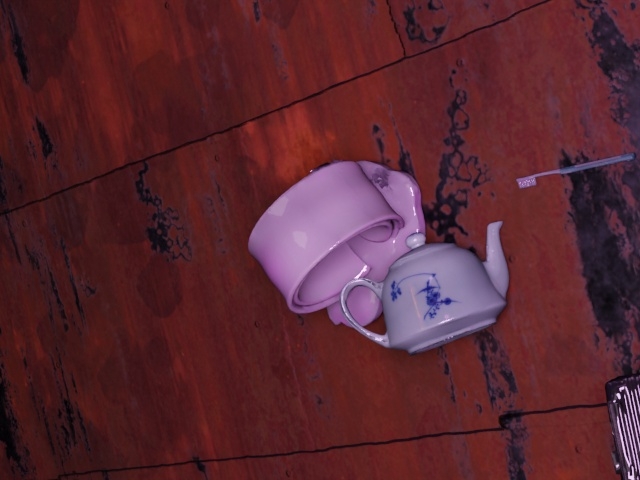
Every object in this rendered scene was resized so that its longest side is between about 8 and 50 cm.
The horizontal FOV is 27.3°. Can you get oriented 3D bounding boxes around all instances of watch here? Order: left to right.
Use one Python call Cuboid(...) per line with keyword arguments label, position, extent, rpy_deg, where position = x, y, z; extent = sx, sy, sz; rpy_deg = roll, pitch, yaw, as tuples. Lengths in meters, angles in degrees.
Cuboid(label="watch", position=(0.000, 0.000, 1.745), extent=(0.211, 0.218, 0.248), rpy_deg=(55, 128, 20))

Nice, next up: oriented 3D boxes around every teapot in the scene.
Cuboid(label="teapot", position=(0.139, 0.060, 1.670), extent=(0.232, 0.159, 0.159), rpy_deg=(-21, 83, -1))

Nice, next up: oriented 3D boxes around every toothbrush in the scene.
Cuboid(label="toothbrush", position=(0.307, -0.084, 1.594), extent=(0.167, 0.011, 0.014), rpy_deg=(-12, 95, 42))

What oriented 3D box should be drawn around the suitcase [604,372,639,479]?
Cuboid(label="suitcase", position=(0.439, 0.287, 1.383), extent=(0.230, 0.152, 0.335), rpy_deg=(-12, 80, 14))
